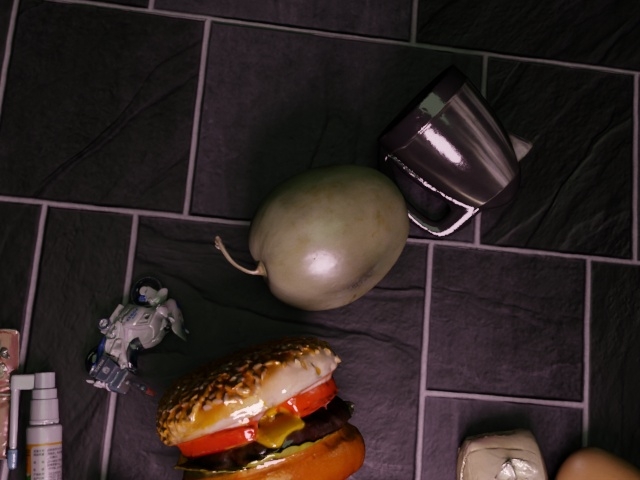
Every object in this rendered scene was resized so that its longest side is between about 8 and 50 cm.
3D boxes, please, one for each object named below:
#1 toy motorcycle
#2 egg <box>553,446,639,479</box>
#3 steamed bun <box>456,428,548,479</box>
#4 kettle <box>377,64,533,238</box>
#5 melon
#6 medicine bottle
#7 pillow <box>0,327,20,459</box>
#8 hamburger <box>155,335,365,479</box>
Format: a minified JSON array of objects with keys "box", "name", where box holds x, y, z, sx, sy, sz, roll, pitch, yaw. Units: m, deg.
[{"box":[-0.329,0.181,1.365,0.150,0.102,0.221,27,75,19],"name":"toy motorcycle"},{"box":[0.519,0.498,1.360,0.201,0.201,0.244,-15,69,-9],"name":"egg"},{"box":[0.339,0.466,1.362,0.170,0.152,0.238,-3,78,-1],"name":"steamed bun"},{"box":[0.261,-0.157,1.440,0.271,0.207,0.250,43,72,-7],"name":"kettle"},{"box":[0.013,-0.009,1.355,0.272,0.272,0.308,43,87,2],"name":"melon"},{"box":[-0.505,0.345,1.328,0.092,0.061,0.220,-1,80,-13],"name":"medicine bottle"},{"box":[-0.604,0.271,1.340,0.126,0.043,0.232,2,80,-10],"name":"pillow"},{"box":[-0.104,0.303,1.256,0.330,0.330,0.250,-15,87,-9],"name":"hamburger"}]
